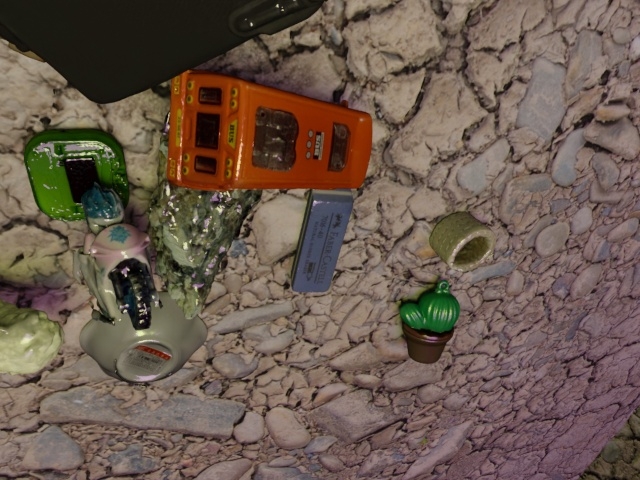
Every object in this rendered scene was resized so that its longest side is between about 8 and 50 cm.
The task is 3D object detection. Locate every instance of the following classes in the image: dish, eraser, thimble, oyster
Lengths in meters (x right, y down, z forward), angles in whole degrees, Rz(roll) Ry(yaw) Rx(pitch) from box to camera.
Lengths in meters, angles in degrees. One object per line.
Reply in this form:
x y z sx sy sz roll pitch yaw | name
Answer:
-0.323 0.203 0.833 0.230 0.081 0.229 -10 123 -16 | dish
0.000 0.000 0.859 0.082 0.036 0.225 3 120 -21 | eraser
0.302 0.004 0.947 0.102 0.090 0.115 33 104 -34 | thimble
-0.181 -0.049 0.697 0.162 0.158 0.350 12 100 -1 | oyster

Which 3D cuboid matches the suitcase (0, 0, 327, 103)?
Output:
-0.183 -0.307 0.362 0.340 0.188 0.345 -21 148 12 | suitcase

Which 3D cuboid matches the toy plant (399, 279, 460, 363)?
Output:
0.250 0.185 1.041 0.143 0.105 0.200 3 103 -7 | toy plant

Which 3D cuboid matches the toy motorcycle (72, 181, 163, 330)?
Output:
-0.297 0.016 0.652 0.108 0.239 0.203 -21 104 -46 | toy motorcycle

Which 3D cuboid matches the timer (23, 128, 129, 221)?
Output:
-0.352 -0.092 0.654 0.128 0.047 0.140 -6 124 -19 | timer

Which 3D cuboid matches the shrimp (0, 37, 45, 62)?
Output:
-0.360 -0.334 0.486 0.178 0.075 0.289 -48 125 2 | shrimp

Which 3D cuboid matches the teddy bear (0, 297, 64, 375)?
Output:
-0.538 0.010 0.490 0.327 0.376 0.362 -49 161 -40 | teddy bear

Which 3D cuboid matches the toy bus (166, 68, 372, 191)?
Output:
-0.037 -0.134 0.610 0.329 0.153 0.142 -8 109 -54 | toy bus
